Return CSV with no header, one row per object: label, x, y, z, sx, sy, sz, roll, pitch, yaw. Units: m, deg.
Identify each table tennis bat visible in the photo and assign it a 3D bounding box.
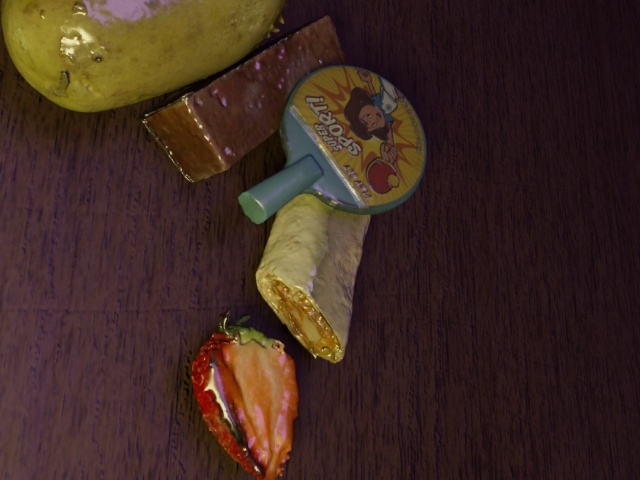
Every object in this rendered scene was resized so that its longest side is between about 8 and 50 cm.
table tennis bat,0.022,-0.118,0.968,0.329,0.044,0.215,-37,92,-37

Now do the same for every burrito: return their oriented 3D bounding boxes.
burrito,0.002,0.002,0.997,0.143,0.105,0.299,33,56,-31

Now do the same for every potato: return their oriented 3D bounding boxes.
potato,-0.208,-0.300,0.849,0.270,0.219,0.359,47,57,8

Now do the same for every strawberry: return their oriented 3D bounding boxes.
strawberry,-0.094,0.181,0.875,0.192,0.085,0.140,58,43,-15

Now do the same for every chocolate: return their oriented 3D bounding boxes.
chocolate,-0.089,-0.194,0.994,0.321,0.112,0.112,-42,113,-40
